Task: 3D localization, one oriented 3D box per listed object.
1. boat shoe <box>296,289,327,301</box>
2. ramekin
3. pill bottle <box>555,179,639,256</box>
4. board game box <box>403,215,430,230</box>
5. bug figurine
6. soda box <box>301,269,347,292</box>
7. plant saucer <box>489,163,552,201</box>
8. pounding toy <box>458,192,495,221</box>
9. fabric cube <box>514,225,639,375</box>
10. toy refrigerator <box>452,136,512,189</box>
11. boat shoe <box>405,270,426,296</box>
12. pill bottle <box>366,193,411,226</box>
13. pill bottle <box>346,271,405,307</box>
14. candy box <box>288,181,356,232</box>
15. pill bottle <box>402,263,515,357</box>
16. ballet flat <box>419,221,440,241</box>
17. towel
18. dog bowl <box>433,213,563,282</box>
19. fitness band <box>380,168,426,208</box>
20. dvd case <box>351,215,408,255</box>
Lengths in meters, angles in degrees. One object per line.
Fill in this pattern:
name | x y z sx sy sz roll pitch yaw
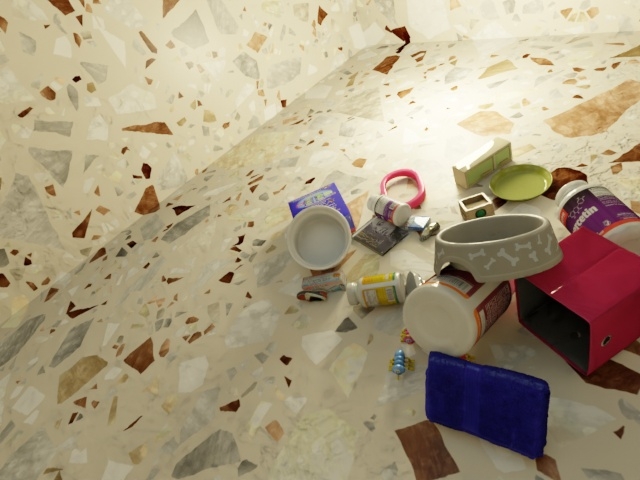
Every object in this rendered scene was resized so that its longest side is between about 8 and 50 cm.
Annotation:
boat shoe | -0.038 0.234 1.752 0.136 0.049 0.043 -5 44 18
ramekin | 0.000 0.000 1.836 0.276 0.135 0.278 -2 77 8
pill bottle | 0.934 -0.067 1.427 0.181 0.182 0.323 -19 38 9
board game box | 0.423 -0.077 1.852 0.090 0.020 0.090 7 38 35
bug figurine | 0.350 0.348 1.375 0.278 0.072 0.216 -10 40 21
soda box | 0.016 0.180 1.768 0.182 0.063 0.058 -12 40 19
plant saucer | 0.845 -0.237 1.793 0.240 0.037 0.241 -15 40 13
pounding toy | 0.635 -0.107 1.732 0.129 0.100 0.141 -18 28 9
fabric cube | 0.751 0.168 1.206 0.258 0.254 0.259 -30 37 -8
toy refrigerator | 0.742 -0.352 1.932 0.269 0.102 0.094 -33 38 -9
boat shoe | 0.379 0.192 1.518 0.088 0.096 0.267 8 16 -10
pill bottle | 0.305 -0.145 1.925 0.108 0.108 0.193 -41 43 -18
pill bottle | 0.208 0.191 1.601 0.208 0.118 0.118 -11 40 19
candy box | 0.002 -0.117 2.072 0.267 0.122 0.317 -23 37 2
pill bottle | 0.446 0.174 1.303 0.223 0.224 0.392 15 27 40
ballet flat | 0.458 -0.042 1.789 0.114 0.041 0.041 -38 39 -14
towel | 0.425 0.432 1.114 0.307 0.228 0.076 6 21 34
dog bowl | 0.490 0.011 1.210 0.348 0.102 0.349 -14 12 3
fitness band | 0.397 -0.251 2.054 0.208 0.054 0.291 -16 40 13
dvd case | 0.262 -0.026 1.900 0.164 0.018 0.221 -39 39 -15
